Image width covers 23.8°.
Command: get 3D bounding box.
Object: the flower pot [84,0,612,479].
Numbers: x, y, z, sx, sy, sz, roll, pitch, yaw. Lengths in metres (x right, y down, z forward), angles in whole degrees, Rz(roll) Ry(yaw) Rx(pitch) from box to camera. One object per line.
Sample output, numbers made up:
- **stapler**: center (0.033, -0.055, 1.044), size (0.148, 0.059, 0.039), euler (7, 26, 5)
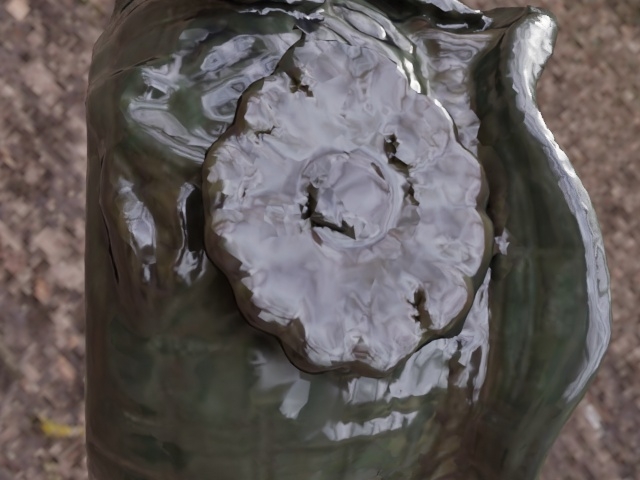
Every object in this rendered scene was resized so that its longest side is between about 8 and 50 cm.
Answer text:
- **flower pot**: center (0.000, 0.000, 0.702), size (0.213, 0.302, 0.302), euler (1, 41, -7)
